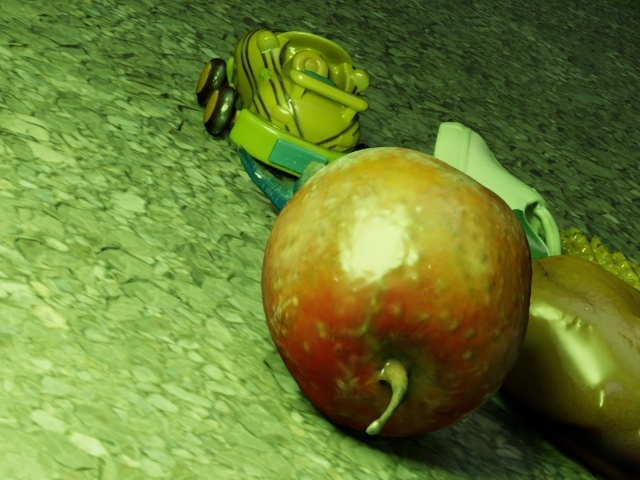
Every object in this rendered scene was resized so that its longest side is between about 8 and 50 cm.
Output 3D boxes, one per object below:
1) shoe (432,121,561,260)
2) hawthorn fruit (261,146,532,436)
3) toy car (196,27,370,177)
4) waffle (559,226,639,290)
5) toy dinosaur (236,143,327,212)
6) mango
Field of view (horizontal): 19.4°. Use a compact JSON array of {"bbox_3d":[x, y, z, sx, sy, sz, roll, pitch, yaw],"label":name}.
[{"bbox_3d":[0.192,-0.032,2.071,0.160,0.132,0.363,12,21,3],"label":"shoe"},{"bbox_3d":[0.062,0.060,1.576,0.231,0.263,0.235,-5,-21,45],"label":"hawthorn fruit"},{"bbox_3d":[-0.025,-0.168,2.145,0.200,0.142,0.248,21,21,-21],"label":"toy car"},{"bbox_3d":[0.310,0.057,2.136,0.193,0.070,0.197,33,21,15],"label":"waffle"},{"bbox_3d":[0.000,0.000,1.871,0.248,0.075,0.188,28,35,3],"label":"toy dinosaur"},{"bbox_3d":[0.272,0.124,1.762,0.287,0.152,0.201,36,17,23],"label":"mango"}]
